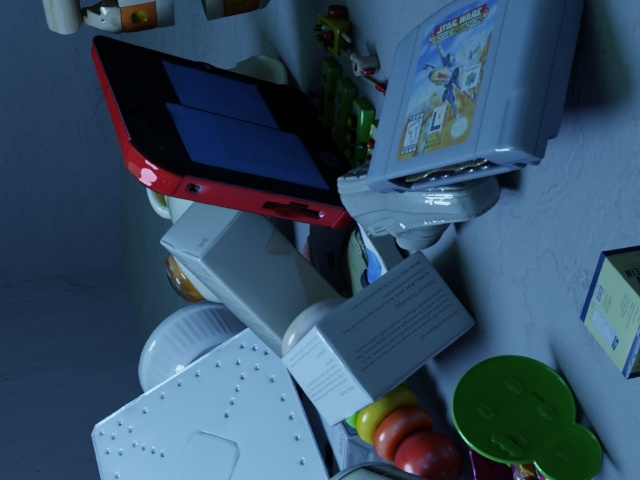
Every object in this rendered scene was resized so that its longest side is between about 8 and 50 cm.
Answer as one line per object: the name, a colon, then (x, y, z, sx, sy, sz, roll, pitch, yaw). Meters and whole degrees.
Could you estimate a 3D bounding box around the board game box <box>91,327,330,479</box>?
board game box: (-0.178, 0.383, 1.788, 0.050, 0.390, 0.390, 42, -160, -50)

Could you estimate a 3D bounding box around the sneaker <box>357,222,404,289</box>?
sneaker: (0.080, 0.023, 1.547, 0.152, 0.058, 0.084, 66, 149, 22)

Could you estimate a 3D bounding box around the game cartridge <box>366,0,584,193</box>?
game cartridge: (0.149, -0.158, 1.123, 0.297, 0.062, 0.198, -10, 69, 64)

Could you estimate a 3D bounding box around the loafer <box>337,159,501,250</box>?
loafer: (0.125, -0.045, 1.327, 0.111, 0.112, 0.319, 64, 163, -13)

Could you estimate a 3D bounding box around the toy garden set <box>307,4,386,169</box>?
toy garden set: (0.037, -0.208, 1.582, 0.244, 0.049, 0.203, -121, 28, -49)

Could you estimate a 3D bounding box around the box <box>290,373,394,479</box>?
box: (0.027, 0.281, 1.783, 0.290, 0.087, 0.169, -125, 31, -52)

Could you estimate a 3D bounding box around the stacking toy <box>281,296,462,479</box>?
stacking toy: (0.078, 0.230, 1.515, 0.330, 0.141, 0.141, 51, 146, 40)

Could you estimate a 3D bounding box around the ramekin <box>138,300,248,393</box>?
ramekin: (-0.245, 0.277, 2.345, 0.127, 0.273, 0.272, 37, 134, 48)

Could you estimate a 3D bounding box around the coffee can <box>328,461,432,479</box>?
coffee can: (0.125, 0.378, 1.241, 0.275, 0.202, 0.201, 1, 100, 61)

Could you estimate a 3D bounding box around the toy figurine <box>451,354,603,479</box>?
toy figurine: (0.224, 0.234, 1.186, 0.173, 0.130, 0.159, 38, 154, 30)

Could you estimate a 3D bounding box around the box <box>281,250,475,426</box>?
box: (0.070, 0.129, 1.387, 0.119, 0.182, 0.181, 53, 156, 6)

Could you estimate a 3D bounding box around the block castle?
block castle: (-0.236, -0.504, 1.634, 0.212, 0.453, 0.303, 95, 158, -53)

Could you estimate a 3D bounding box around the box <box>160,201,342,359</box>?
box: (-0.084, 0.067, 1.668, 0.311, 0.121, 0.148, 48, 165, -32)

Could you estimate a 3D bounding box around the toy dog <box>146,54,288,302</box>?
toy dog: (-0.161, -0.072, 1.932, 0.395, 0.285, 0.407, -122, 24, -43)

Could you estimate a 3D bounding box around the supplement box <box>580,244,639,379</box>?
supplement box: (0.283, 0.062, 0.957, 0.083, 0.056, 0.083, -119, 27, -46)

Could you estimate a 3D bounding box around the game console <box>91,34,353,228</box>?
game console: (-0.133, -0.166, 1.608, 0.060, 0.387, 0.342, -55, 40, 31)

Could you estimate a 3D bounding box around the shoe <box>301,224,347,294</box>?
shoe: (0.000, 0.000, 1.765, 0.081, 0.064, 0.178, 42, 142, 54)

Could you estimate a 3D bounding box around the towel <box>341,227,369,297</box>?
towel: (0.070, 0.066, 1.647, 0.110, 0.027, 0.148, 112, 143, -59)
